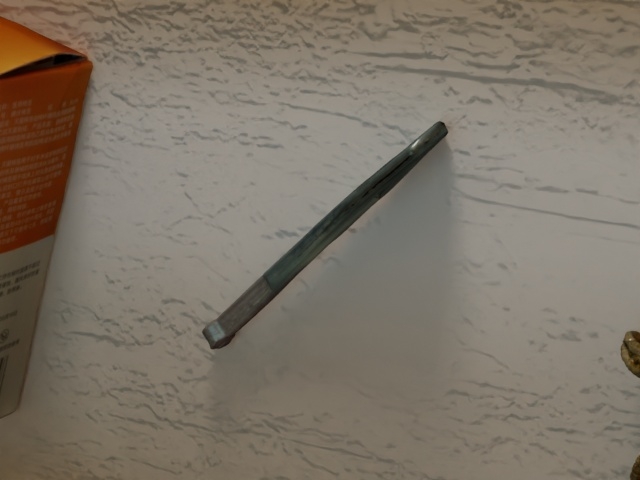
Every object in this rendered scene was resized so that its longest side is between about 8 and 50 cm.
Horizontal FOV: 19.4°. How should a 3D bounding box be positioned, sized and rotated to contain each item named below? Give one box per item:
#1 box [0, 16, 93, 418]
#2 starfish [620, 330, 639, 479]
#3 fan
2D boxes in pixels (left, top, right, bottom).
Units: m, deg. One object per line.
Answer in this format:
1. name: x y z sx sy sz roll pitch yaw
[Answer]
1. box: -0.341 -0.029 1.530 0.225 0.143 0.341 25 113 23
2. starfish: 0.268 0.146 1.258 0.146 0.074 0.190 -13 98 27
3. fan: 0.000 0.000 1.398 0.023 0.057 0.282 48 127 0
